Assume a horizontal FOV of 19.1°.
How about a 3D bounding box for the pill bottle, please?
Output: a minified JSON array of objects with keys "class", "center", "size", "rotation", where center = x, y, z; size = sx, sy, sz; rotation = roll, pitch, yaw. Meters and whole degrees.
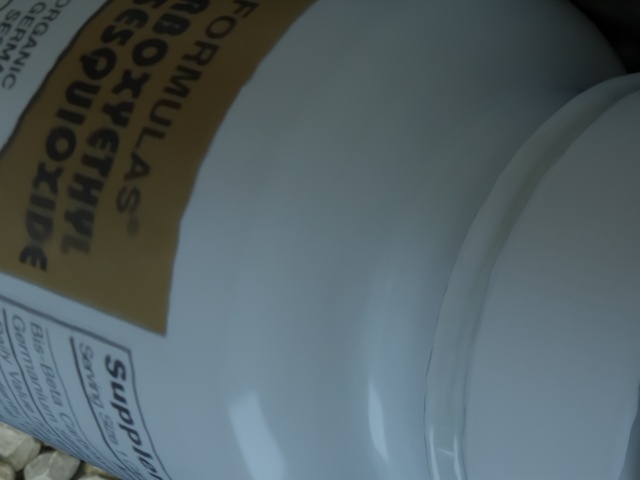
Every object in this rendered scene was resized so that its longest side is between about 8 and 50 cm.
[{"class":"pill bottle","center":[0.000,0.000,0.414],"size":[0.229,0.131,0.131],"rotation":[18,164,40]}]
